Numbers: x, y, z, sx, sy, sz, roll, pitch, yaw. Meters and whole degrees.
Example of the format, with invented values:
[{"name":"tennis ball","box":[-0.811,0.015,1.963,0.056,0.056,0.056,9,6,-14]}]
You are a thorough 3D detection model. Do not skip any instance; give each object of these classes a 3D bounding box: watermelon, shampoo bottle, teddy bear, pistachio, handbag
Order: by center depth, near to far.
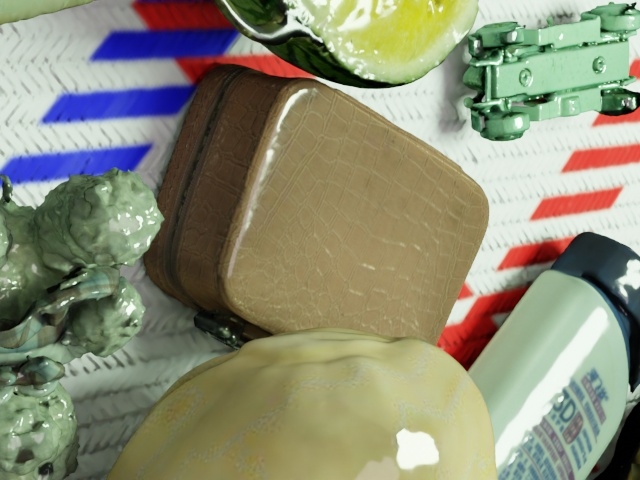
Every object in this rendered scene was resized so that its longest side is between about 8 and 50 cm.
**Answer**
[{"name":"teddy bear","box":[-0.152,0.045,0.787,0.133,0.111,0.213,-3,129,-23]},{"name":"pistachio","box":[-0.031,0.170,0.845,0.187,0.187,0.299,18,109,-45]},{"name":"watermelon","box":[0.003,-0.182,0.848,0.204,0.127,0.232,46,66,-46]},{"name":"handbag","box":[0.000,0.000,0.933,0.193,0.072,0.151,27,81,-46]},{"name":"shampoo bottle","box":[0.103,0.161,1.068,0.359,0.078,0.134,-51,134,-23]}]

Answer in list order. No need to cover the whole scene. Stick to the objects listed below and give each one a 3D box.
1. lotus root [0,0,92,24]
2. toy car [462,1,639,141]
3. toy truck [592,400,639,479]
[{"name":"lotus root","box":[-0.196,-0.205,0.646,0.260,0.149,0.267,-24,136,-33]},{"name":"toy car","box":[0.143,-0.107,1.058,0.143,0.054,0.073,-15,109,-37]},{"name":"toy truck","box":[0.345,0.159,1.231,0.405,0.181,0.254,-54,142,-18]}]
